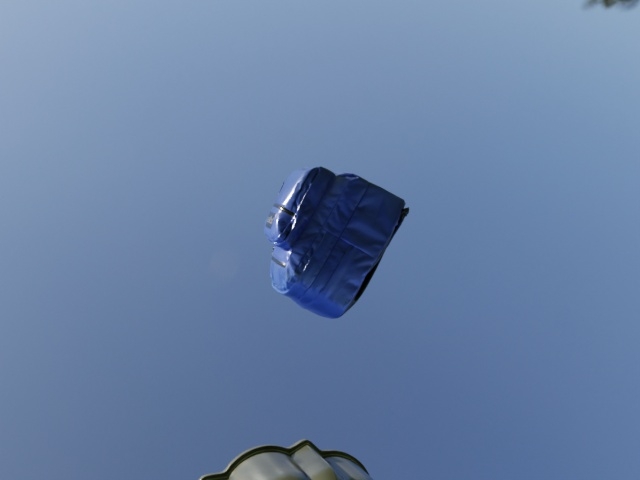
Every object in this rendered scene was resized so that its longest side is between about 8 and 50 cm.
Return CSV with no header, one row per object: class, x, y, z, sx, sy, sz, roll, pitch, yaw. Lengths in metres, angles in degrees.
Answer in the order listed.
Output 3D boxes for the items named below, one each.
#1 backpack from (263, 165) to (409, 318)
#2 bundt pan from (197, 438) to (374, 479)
backpack,0.000,0.000,0.500,0.101,0.120,0.098,25,180,-12
bundt pan,-0.017,0.386,0.582,0.330,0.124,0.331,4,-100,-22
